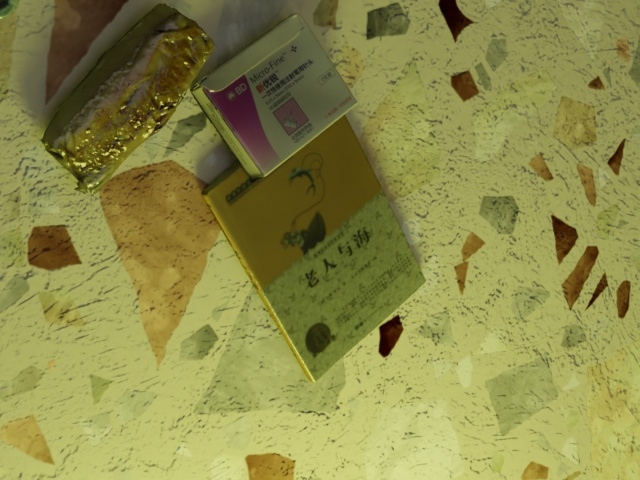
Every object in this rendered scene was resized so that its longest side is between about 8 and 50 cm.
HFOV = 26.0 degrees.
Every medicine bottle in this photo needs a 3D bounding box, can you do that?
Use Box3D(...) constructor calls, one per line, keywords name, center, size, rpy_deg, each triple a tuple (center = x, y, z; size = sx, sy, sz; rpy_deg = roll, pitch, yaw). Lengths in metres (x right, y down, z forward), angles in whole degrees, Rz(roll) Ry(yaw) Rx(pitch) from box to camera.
Box3D(name="medicine bottle", center=(-0.068, -0.210, 2.027), size=(0.201, 0.052, 0.171), rpy_deg=(-39, 105, -22))

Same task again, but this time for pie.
Box3D(name="pie", center=(-0.266, -0.194, 1.898), size=(0.282, 0.068, 0.128), rpy_deg=(-52, 123, -13))

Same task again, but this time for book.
Box3D(name="book", center=(0.000, 0.000, 2.155), size=(0.269, 0.032, 0.389), rpy_deg=(-41, 122, -20))

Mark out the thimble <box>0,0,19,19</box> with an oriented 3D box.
Box3D(name="thimble", center=(-0.452, -0.354, 1.650), size=(0.250, 0.172, 0.205), rpy_deg=(-46, 134, -17))
